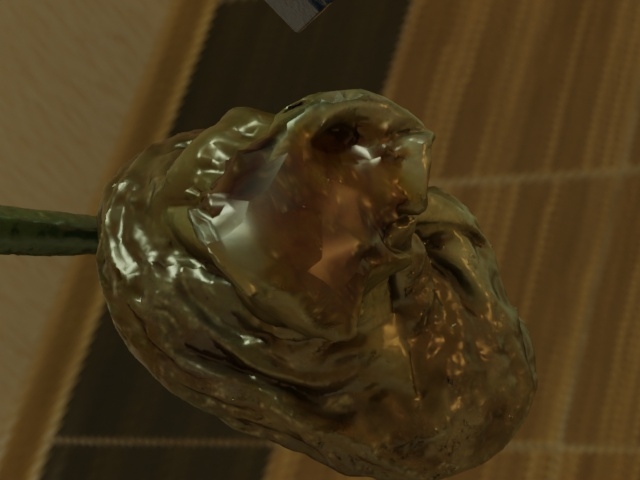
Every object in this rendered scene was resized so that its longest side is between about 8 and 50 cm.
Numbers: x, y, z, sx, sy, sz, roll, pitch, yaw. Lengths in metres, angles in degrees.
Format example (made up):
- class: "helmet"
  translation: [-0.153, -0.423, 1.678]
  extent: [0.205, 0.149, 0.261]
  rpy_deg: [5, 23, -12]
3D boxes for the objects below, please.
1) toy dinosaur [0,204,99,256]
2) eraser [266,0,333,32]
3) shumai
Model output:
- class: "toy dinosaur"
  translation: [-0.247, 0.020, 0.825]
  extent: [0.300, 0.087, 0.447]
  rpy_deg: [27, 32, 13]
- class: "eraser"
  translation: [-0.024, -0.141, 0.894]
  extent: [0.027, 0.085, 0.063]
  rpy_deg: [-44, 5, -14]
- class: "shumai"
  translation: [0.000, 0.000, 0.800]
  extent: [0.161, 0.153, 0.209]
  rpy_deg: [-37, 64, -26]
